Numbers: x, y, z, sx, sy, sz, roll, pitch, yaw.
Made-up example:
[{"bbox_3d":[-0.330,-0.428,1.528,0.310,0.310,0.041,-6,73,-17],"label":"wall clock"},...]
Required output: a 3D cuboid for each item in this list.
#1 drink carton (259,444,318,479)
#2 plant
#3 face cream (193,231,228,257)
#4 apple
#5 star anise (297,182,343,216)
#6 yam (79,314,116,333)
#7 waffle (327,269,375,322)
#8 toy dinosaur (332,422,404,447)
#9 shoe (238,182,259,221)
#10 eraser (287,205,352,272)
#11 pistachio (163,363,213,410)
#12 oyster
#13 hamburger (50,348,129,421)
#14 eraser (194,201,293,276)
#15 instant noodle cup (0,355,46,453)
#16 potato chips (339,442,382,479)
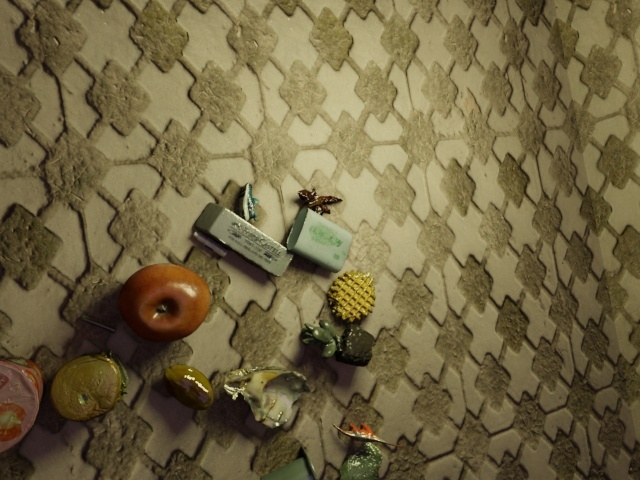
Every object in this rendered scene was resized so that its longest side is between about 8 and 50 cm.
[{"bbox_3d":[-0.099,0.843,1.515,0.189,0.191,0.186,-15,92,-16],"label":"drink carton"},{"bbox_3d":[0.059,0.378,1.640,0.274,0.146,0.149,20,59,-17],"label":"plant"},{"bbox_3d":[-0.386,0.012,1.551,0.130,0.034,0.034,36,74,-16],"label":"face cream"},{"bbox_3d":[-0.491,0.197,1.403,0.271,0.206,0.252,29,79,-18],"label":"apple"},{"bbox_3d":[-0.019,-0.127,1.698,0.212,0.053,0.157,23,90,-38],"label":"star anise"},{"bbox_3d":[-0.706,0.266,1.409,0.116,0.021,0.021,29,76,-16],"label":"yam"},{"bbox_3d":[0.123,0.214,1.717,0.197,0.070,0.193,-17,92,-19],"label":"waffle"},{"bbox_3d":[0.176,0.735,1.673,0.279,0.101,0.056,11,92,-9],"label":"toy dinosaur"},{"bbox_3d":[-0.256,-0.138,1.603,0.071,0.063,0.143,2,81,-32],"label":"shoe"},{"bbox_3d":[0.000,0.000,1.654,0.226,0.081,0.174,28,76,-29],"label":"eraser"},{"bbox_3d":[-0.431,0.479,1.461,0.189,0.100,0.110,34,49,-1],"label":"pistachio"},{"bbox_3d":[-0.183,0.529,1.551,0.275,0.100,0.271,-28,98,-34],"label":"oyster"},{"bbox_3d":[-0.704,0.440,1.342,0.215,0.122,0.190,-22,87,-18],"label":"hamburger"},{"bbox_3d":[-0.269,0.000,1.575,0.352,0.077,0.112,35,75,-15],"label":"eraser"},{"bbox_3d":[-0.884,0.434,1.211,0.242,0.231,0.243,2,84,-21],"label":"instant noodle cup"},{"bbox_3d":[0.144,0.881,1.670,0.166,0.059,0.229,17,79,-10],"label":"potato chips"}]
